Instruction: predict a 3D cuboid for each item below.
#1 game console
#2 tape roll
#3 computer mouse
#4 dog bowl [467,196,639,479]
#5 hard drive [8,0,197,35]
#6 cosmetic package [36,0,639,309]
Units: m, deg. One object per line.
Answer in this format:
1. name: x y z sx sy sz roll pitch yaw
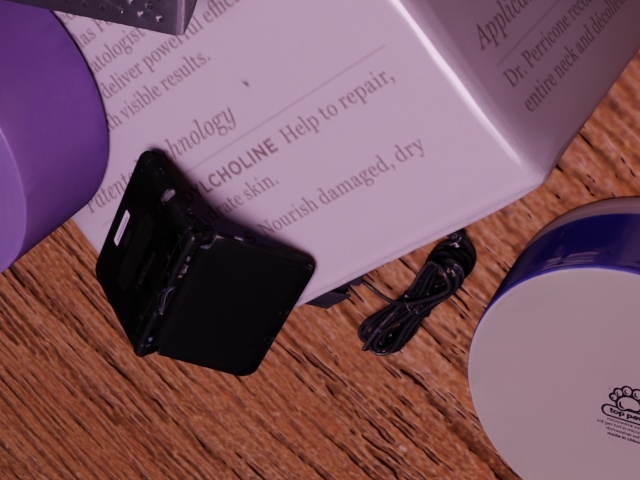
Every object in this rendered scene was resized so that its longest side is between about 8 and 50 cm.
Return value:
1. game console: -0.075 0.016 0.835 0.107 0.071 0.122 58 140 26
2. tape roll: -0.227 -0.074 0.826 0.189 0.080 0.189 19 130 24
3. computer mouse: 0.000 0.000 1.163 0.262 0.060 0.184 37 133 -10
4. dog bowl: 0.254 0.104 1.072 0.265 0.104 0.265 16 128 22
5. hard drive: -0.132 -0.235 0.661 0.172 0.054 0.254 15 128 24
6. cosmetic package: -0.027 -0.206 0.880 0.327 0.329 0.393 -28 103 43
